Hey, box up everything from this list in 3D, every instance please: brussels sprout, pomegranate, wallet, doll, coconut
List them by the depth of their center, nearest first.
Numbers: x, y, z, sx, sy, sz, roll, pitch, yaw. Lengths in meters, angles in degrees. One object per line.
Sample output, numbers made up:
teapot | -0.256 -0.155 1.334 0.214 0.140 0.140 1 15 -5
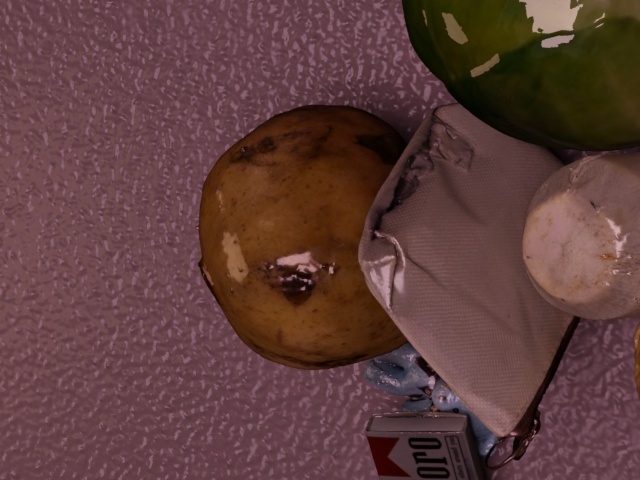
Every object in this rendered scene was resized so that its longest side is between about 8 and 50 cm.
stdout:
coconut | 0.280 -0.005 1.699 0.161 0.162 0.161 11 106 39
brussels sprout | 0.252 -0.220 1.706 0.354 0.289 0.281 20 78 -16
wallet | 0.167 0.021 1.755 0.275 0.335 0.068 45 143 -16
pomegranate | 0.000 0.000 1.860 0.281 0.281 0.281 4 101 21
doll | 0.126 0.154 1.934 0.180 0.075 0.120 18 102 18

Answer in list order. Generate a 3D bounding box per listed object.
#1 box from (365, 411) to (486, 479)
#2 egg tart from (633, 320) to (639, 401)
box | 0.123 0.264 1.940 0.115 0.036 0.177 -1 123 24
egg tart | 0.408 0.096 1.727 0.128 0.319 0.319 7 104 -13
